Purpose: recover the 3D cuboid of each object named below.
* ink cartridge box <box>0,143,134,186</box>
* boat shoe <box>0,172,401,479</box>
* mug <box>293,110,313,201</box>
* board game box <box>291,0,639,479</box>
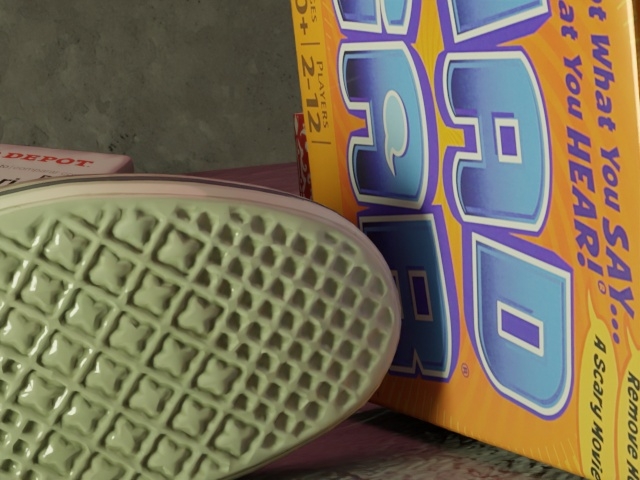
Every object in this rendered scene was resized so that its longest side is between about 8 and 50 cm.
[{"bbox_3d":[-0.279,0.026,1.267,0.201,0.117,0.278,6,25,20],"label":"ink cartridge box"},{"bbox_3d":[-0.204,0.064,0.974,0.500,0.186,0.156,-12,12,5],"label":"boat shoe"},{"bbox_3d":[0.042,-0.049,1.694,0.150,0.169,0.113,-14,9,-43],"label":"mug"},{"bbox_3d":[0.222,-0.092,0.983,0.356,0.356,0.356,-10,9,-24],"label":"board game box"}]
